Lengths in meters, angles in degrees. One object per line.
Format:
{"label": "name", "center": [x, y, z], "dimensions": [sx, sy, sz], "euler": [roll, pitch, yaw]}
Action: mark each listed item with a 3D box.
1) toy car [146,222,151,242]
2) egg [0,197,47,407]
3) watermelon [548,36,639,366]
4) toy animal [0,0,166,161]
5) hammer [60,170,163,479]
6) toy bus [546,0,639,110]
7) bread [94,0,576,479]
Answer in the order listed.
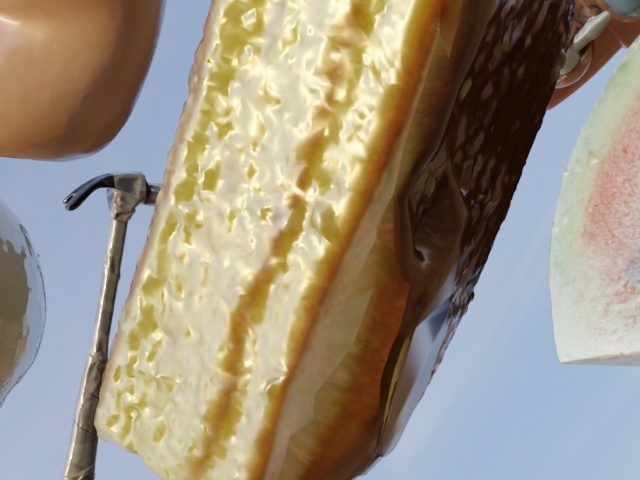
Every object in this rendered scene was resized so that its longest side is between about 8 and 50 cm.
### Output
{"label": "toy car", "center": [0.000, 0.000, 1.226], "dimensions": [0.340, 0.271, 0.240], "euler": [-43, -40, 3]}
{"label": "egg", "center": [-0.396, 0.054, 1.096], "dimensions": [0.283, 0.283, 0.345], "euler": [-27, -5, -24]}
{"label": "watermelon", "center": [0.260, -0.016, 0.712], "dimensions": [0.289, 0.320, 0.214], "euler": [-32, 8, 8]}
{"label": "toy animal", "center": [-0.238, -0.186, 0.972], "dimensions": [0.195, 0.212, 0.256], "euler": [-79, 8, -77]}
{"label": "hammer", "center": [-0.269, 0.123, 1.496], "dimensions": [0.152, 0.044, 0.427], "euler": [5, -83, -27]}
{"label": "toy bus", "center": [0.282, -0.288, 1.408], "dimensions": [0.194, 0.232, 0.288], "euler": [37, -75, -26]}
{"label": "bread", "center": [0.020, -0.024, 0.466], "dimensions": [0.184, 0.110, 0.234], "euler": [-24, -46, -63]}
